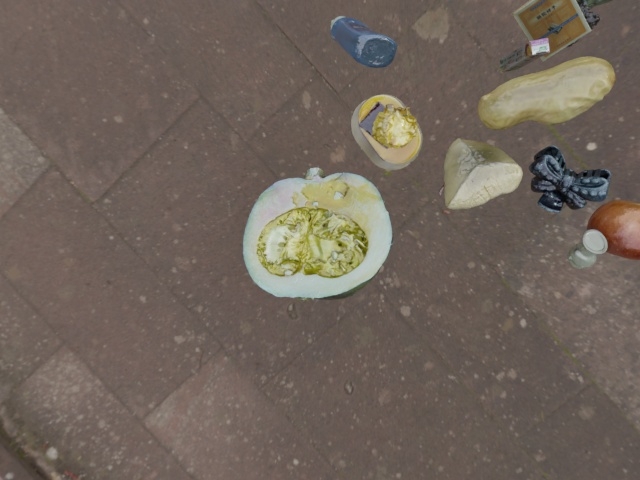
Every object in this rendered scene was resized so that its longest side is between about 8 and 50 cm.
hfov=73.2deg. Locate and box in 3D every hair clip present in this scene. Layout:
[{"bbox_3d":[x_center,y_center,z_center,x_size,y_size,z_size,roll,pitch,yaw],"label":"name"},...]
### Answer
[{"bbox_3d":[1.005,-0.238,1.774,0.310,0.194,0.206,31,141,17],"label":"hair clip"}]

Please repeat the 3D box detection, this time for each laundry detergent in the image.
[{"bbox_3d":[0.116,-0.633,1.339,0.143,0.290,0.094,-6,132,-23],"label":"laundry detergent"}]

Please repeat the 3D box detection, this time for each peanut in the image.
[{"bbox_3d":[0.577,-0.365,1.116,0.318,0.147,0.148,-13,96,25],"label":"peanut"}]

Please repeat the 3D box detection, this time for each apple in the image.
[{"bbox_3d":[0.861,-0.037,1.194,0.201,0.201,0.162,14,108,4],"label":"apple"}]

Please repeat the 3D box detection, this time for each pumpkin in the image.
[{"bbox_3d":[0.000,0.000,0.918,0.292,0.197,0.264,0,79,3],"label":"pumpkin"}]

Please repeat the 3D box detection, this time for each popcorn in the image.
[{"bbox_3d":[0.133,-0.205,0.772,0.082,0.057,0.083,-26,114,-4],"label":"popcorn"}]

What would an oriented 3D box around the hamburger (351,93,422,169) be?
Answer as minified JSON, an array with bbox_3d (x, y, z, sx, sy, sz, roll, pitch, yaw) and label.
[{"bbox_3d":[0.251,-0.409,1.631,0.227,0.151,0.295,-35,95,2],"label":"hamburger"}]

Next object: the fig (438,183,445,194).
[{"bbox_3d":[0.573,-0.249,1.770,0.146,0.201,0.134,-12,94,-27],"label":"fig"}]

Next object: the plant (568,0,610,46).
[{"bbox_3d":[0.924,-0.807,1.539,0.142,0.131,0.203,44,126,2],"label":"plant"}]

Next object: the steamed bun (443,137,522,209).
[{"bbox_3d":[0.464,-0.207,1.238,0.212,0.110,0.232,-1,69,16],"label":"steamed bun"}]

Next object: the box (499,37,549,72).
[{"bbox_3d":[0.572,-0.519,1.218,0.049,0.207,0.041,-11,99,2],"label":"box"}]

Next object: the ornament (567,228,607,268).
[{"bbox_3d":[0.751,0.032,1.224,0.081,0.156,0.075,-20,66,5],"label":"ornament"}]

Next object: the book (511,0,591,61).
[{"bbox_3d":[0.788,-0.742,1.464,0.241,0.018,0.170,30,137,-34],"label":"book"}]
